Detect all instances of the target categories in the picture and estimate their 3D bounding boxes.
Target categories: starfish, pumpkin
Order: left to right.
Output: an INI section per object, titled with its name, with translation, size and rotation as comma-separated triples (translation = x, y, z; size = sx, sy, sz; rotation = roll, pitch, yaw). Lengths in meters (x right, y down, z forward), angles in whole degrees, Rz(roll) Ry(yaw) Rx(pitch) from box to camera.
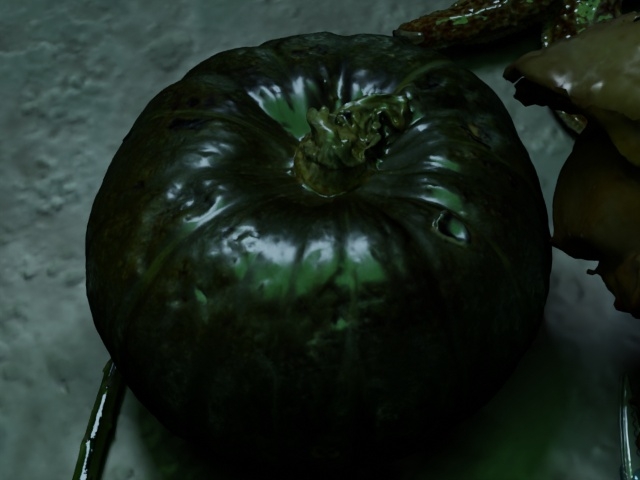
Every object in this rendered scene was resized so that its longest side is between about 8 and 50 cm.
[pumpkin]
translation = 0.000, 0.000, 0.884
size = 0.224, 0.157, 0.223
rotation = 1, 51, -1
[starfish]
translation = 0.140, -0.151, 1.019
size = 0.238, 0.057, 0.213
rotation = 3, 69, 5

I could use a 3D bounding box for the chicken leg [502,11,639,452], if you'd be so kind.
[chicken leg]
translation = 0.231, -0.046, 0.795
size = 0.295, 0.182, 0.409
rotation = 30, 105, 7

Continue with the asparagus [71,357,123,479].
[asparagus]
translation = -0.102, 0.076, 0.927
size = 0.015, 0.014, 0.114
rotation = 10, 62, 7

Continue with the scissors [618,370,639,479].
[scissors]
translation = 0.150, 0.118, 0.892
size = 0.058, 0.014, 0.119
rotation = -1, 64, -3
